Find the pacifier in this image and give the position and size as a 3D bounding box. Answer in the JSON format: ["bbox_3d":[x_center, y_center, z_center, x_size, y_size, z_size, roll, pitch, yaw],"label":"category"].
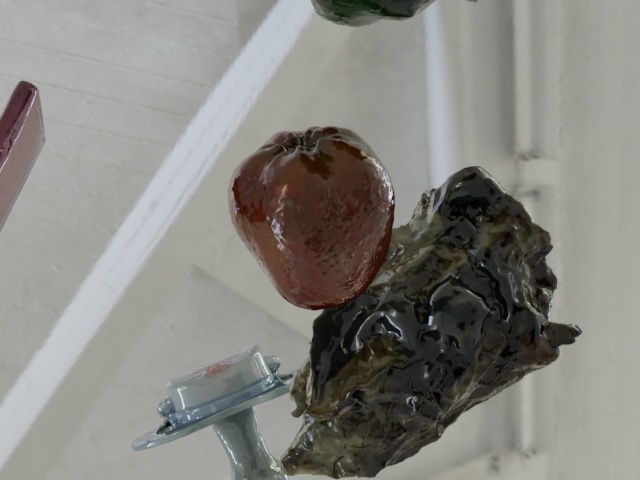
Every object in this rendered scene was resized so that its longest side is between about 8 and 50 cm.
[{"bbox_3d":[-0.116,0.273,1.560,0.287,0.238,0.226,-19,-95,-15],"label":"pacifier"}]

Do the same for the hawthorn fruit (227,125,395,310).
[{"bbox_3d":[0.000,0.000,1.023,0.162,0.162,0.203,-24,-66,-23],"label":"hawthorn fruit"}]

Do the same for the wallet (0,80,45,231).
[{"bbox_3d":[-0.316,-0.030,1.049,0.025,0.119,0.232,19,-116,-2],"label":"wallet"}]

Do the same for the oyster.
[{"bbox_3d":[0.079,0.089,1.133,0.361,0.221,0.096,-35,-23,4],"label":"oyster"}]

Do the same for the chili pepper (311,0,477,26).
[{"bbox_3d":[0.115,-0.255,0.987,0.264,0.116,0.148,-21,-24,-8],"label":"chili pepper"}]
